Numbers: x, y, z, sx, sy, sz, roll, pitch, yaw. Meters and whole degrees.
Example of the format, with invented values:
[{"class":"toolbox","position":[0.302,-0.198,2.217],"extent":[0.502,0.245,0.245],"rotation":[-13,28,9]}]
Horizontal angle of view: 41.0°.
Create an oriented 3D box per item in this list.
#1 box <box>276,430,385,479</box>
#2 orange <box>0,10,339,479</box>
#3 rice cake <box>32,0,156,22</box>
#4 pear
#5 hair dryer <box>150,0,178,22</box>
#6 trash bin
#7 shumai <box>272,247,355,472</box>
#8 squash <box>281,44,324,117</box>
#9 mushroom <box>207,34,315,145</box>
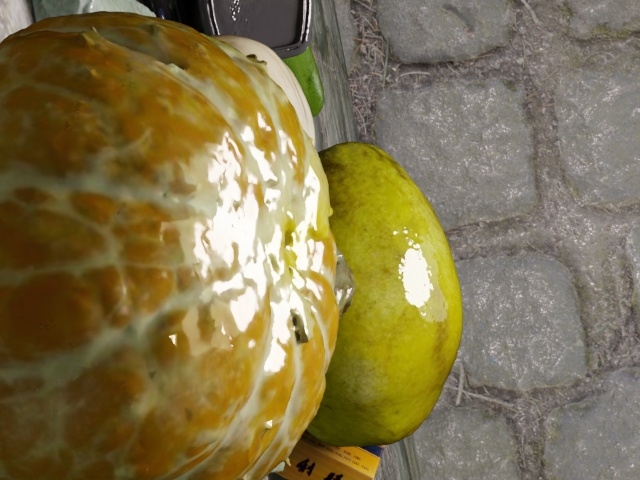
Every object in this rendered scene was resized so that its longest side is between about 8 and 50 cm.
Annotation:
[{"class":"box","position":[0.016,0.326,1.336],"extent":[0.070,0.152,0.237],"rotation":[-66,172,8]},{"class":"orange","position":[-0.125,0.020,0.553],"extent":[0.329,0.249,0.329],"rotation":[15,73,-61]},{"class":"rice cake","position":[-0.219,-0.217,0.864],"extent":[0.206,0.063,0.069],"rotation":[-19,104,-79]},{"class":"pear","position":[0.028,0.078,1.187],"extent":[0.352,0.352,0.413],"rotation":[11,71,-79]},{"class":"hair dryer","position":[-0.201,-0.265,1.063],"extent":[0.195,0.075,0.219],"rotation":[-73,159,-56]},{"class":"trash bin","position":[-0.105,-0.349,1.178],"extent":[0.290,0.182,0.209],"rotation":[-122,-152,-68]},{"class":"shumai","position":[-0.076,0.114,0.965],"extent":[0.272,0.222,0.203],"rotation":[-50,145,-46]},{"class":"squash","position":[-0.061,-0.382,1.832],"extent":[0.378,0.101,0.101],"rotation":[70,12,-59]},{"class":"mushroom","position":[-0.142,-0.091,0.821],"extent":[0.234,0.254,0.260],"rotation":[37,24,9]}]
